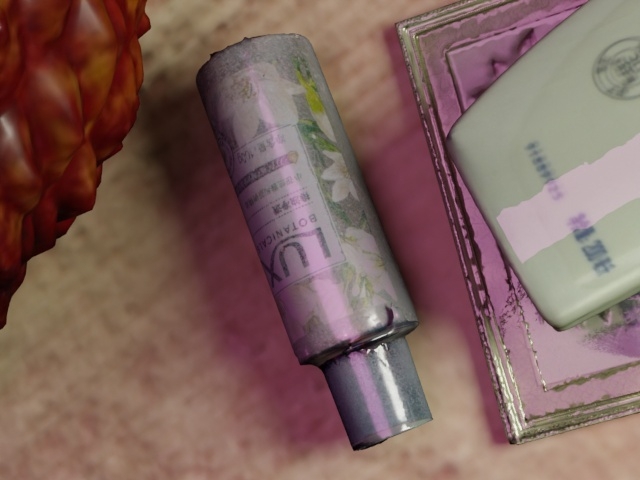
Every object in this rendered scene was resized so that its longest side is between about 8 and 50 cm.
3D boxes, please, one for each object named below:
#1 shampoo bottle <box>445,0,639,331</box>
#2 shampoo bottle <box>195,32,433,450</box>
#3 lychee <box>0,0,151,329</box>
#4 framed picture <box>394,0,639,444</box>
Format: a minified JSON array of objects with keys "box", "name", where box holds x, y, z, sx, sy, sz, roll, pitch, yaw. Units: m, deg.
[{"box":[0.231,-0.101,0.644,0.359,0.078,0.134,-31,74,9],"name":"shampoo bottle"},{"box":[0.000,0.000,0.724,0.072,0.072,0.214,-24,78,15],"name":"shampoo bottle"},{"box":[-0.272,-0.110,0.660,0.424,0.500,0.424,-17,38,14],"name":"lychee"},{"box":[0.144,-0.030,0.709,0.173,0.010,0.231,-19,78,15],"name":"framed picture"}]
